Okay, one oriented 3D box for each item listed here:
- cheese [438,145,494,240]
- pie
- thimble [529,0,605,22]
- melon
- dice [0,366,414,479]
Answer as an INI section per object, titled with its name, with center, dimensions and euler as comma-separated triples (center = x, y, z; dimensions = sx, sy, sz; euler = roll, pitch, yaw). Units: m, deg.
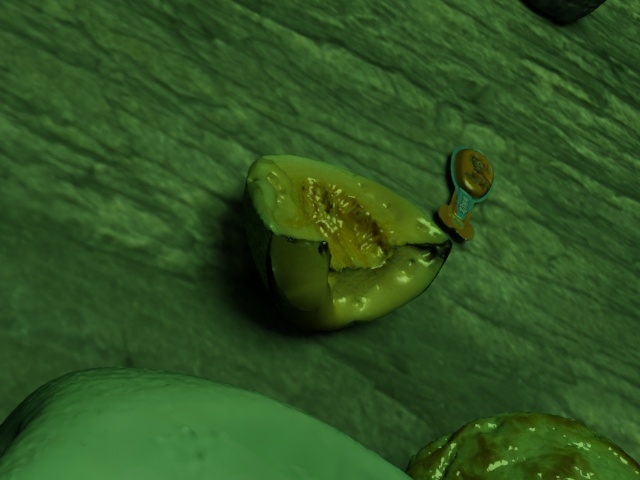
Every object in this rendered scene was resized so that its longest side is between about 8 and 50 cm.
[cheese]
center = 0.122, -0.042, 1.013
dimensions = 0.047, 0.017, 0.111
euler = 34, 44, -11
[pie]
center = 0.126, 0.210, 0.745
dimensions = 0.201, 0.090, 0.248
euler = 38, 53, 25
[thimble]
center = 0.255, -0.311, 1.262
dimensions = 0.150, 0.098, 0.150
euler = 23, 47, -27
[melon]
center = 0.000, 0.000, 0.845
dimensions = 0.160, 0.079, 0.128
euler = 2, 41, -38
[dice]
center = -0.077, 0.228, 0.461
dimensions = 0.262, 0.268, 0.265
euler = 39, 44, -10
